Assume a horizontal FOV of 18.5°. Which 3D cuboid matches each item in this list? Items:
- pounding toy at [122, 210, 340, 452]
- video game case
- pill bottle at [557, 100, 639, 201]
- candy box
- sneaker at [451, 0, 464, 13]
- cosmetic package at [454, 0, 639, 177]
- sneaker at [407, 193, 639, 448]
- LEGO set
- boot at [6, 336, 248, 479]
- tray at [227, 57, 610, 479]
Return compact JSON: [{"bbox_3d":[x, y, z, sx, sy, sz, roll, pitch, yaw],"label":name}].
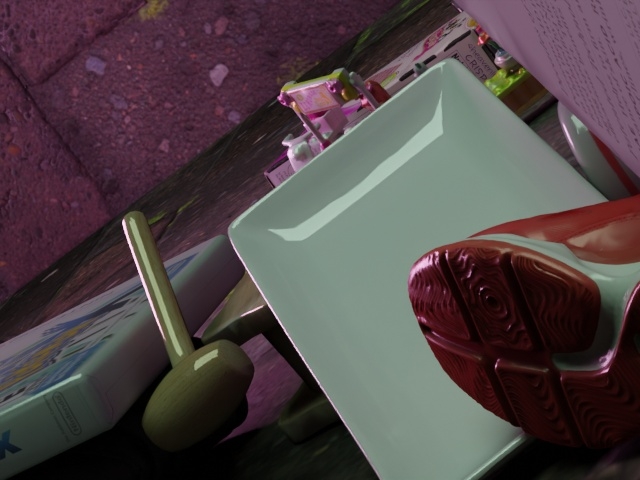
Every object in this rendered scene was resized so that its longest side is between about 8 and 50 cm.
[{"bbox_3d":[0.000,0.000,1.043,0.154,0.155,0.269,-37,10,29],"label":"pounding toy"},{"bbox_3d":[-0.209,0.104,1.134,0.300,0.036,0.329,-26,7,14],"label":"video game case"},{"bbox_3d":[0.190,-0.071,0.854,0.160,0.087,0.087,-35,9,19],"label":"pill bottle"},{"bbox_3d":[0.080,-0.114,1.610,0.233,0.071,0.159,-32,9,31],"label":"candy box"},{"bbox_3d":[0.177,-0.217,1.722,0.089,0.051,0.170,-44,-16,15],"label":"sneaker"},{"bbox_3d":[0.153,-0.150,0.689,0.217,0.156,0.385,-27,24,0],"label":"cosmetic package"},{"bbox_3d":[0.139,0.009,0.712,0.128,0.087,0.221,-33,19,-32],"label":"sneaker"},{"bbox_3d":[0.075,-0.116,1.428,0.287,0.107,0.132,-25,26,33],"label":"LEGO set"},{"bbox_3d":[-0.201,0.173,1.187,0.338,0.118,0.222,-16,18,40],"label":"boot"},{"bbox_3d":[0.056,0.016,0.863,0.145,0.030,0.270,-39,32,1],"label":"tray"}]
